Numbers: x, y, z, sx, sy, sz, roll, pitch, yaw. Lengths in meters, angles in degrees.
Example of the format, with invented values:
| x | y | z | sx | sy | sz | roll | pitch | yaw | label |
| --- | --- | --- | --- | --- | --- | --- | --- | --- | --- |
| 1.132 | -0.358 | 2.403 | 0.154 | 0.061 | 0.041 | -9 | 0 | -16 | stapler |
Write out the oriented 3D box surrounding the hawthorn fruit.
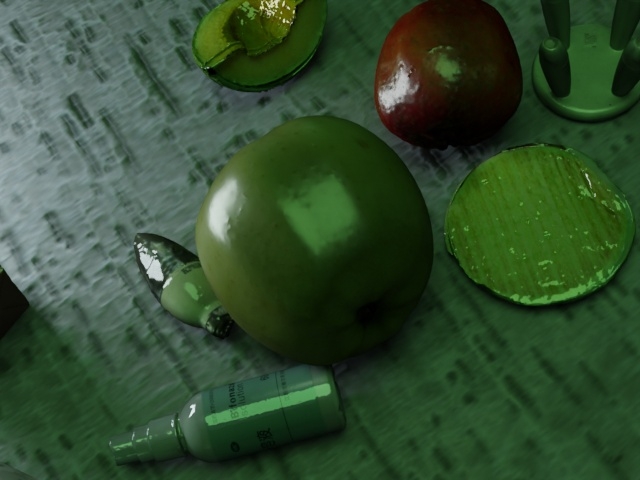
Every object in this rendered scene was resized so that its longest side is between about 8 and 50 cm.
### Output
| x | y | z | sx | sy | sz | roll | pitch | yaw | label |
| --- | --- | --- | --- | --- | --- | --- | --- | --- | --- |
| 0.197 | -0.299 | 1.879 | 0.254 | 0.254 | 0.300 | -13 | 77 | 2 | hawthorn fruit |

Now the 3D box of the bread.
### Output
| x | y | z | sx | sy | sz | roll | pitch | yaw | label |
| --- | --- | --- | --- | --- | --- | --- | --- | --- | --- |
| 0.347 | -0.022 | 1.837 | 0.301 | 0.045 | 0.301 | -5 | 61 | 9 | bread |

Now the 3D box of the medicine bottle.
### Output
| x | y | z | sx | sy | sz | roll | pitch | yaw | label |
| --- | --- | --- | --- | --- | --- | --- | --- | --- | --- |
| -0.142 | 0.274 | 1.725 | 0.352 | 0.110 | 0.110 | -15 | 62 | 1 | medicine bottle |

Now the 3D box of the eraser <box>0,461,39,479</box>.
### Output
| x | y | z | sx | sy | sz | roll | pitch | yaw | label |
| --- | --- | --- | --- | --- | --- | --- | --- | --- | --- |
| -0.516 | 0.430 | 1.721 | 0.397 | 0.082 | 0.213 | 19 | 68 | 18 | eraser |

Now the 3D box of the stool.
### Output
| x | y | z | sx | sy | sz | roll | pitch | yaw | label |
| --- | --- | --- | --- | --- | --- | --- | --- | --- | --- |
| 0.451 | -0.327 | 1.891 | 0.195 | 0.198 | 0.195 | 2 | 63 | 8 | stool |

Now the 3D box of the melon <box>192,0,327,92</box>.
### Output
| x | y | z | sx | sy | sz | roll | pitch | yaw | label |
| --- | --- | --- | --- | --- | --- | --- | --- | --- | --- |
| -0.110 | -0.367 | 2.053 | 0.265 | 0.129 | 0.169 | -40 | 42 | -8 | melon |

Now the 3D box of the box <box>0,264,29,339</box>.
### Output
| x | y | z | sx | sy | sz | roll | pitch | yaw | label |
| --- | --- | --- | --- | --- | --- | --- | --- | --- | --- |
| -0.573 | 0.128 | 1.816 | 0.086 | 0.215 | 0.215 | 35 | 72 | 9 | box |

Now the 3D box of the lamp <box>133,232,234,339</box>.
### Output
| x | y | z | sx | sy | sz | roll | pitch | yaw | label |
| --- | --- | --- | --- | --- | --- | --- | --- | --- | --- |
| -0.225 | 0.068 | 1.855 | 0.101 | 0.101 | 0.250 | -42 | 59 | -13 | lamp |

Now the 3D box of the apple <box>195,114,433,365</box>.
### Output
| x | y | z | sx | sy | sz | roll | pitch | yaw | label |
| --- | --- | --- | --- | --- | --- | --- | --- | --- | --- |
| 0.000 | 0.000 | 1.715 | 0.357 | 0.357 | 0.357 | -4 | 63 | 7 | apple |
